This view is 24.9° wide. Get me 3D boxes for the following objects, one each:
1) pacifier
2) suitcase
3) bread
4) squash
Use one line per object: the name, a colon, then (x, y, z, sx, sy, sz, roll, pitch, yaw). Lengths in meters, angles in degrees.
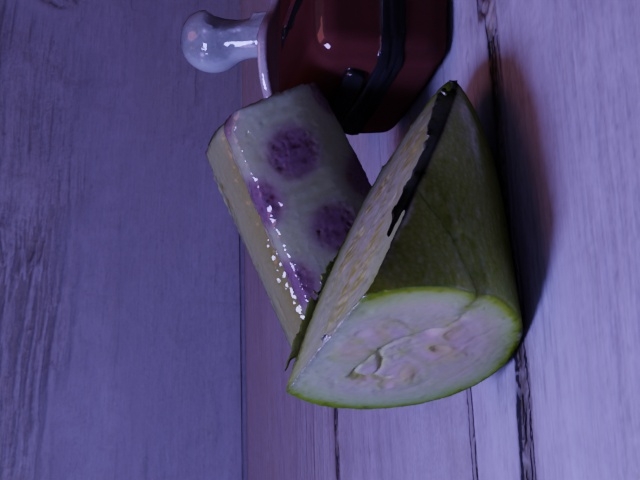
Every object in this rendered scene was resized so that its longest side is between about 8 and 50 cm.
pacifier: (-0.045, -0.284, 1.973, 0.220, 0.273, 0.332, 129, 150, -66)
suitcase: (0.045, -0.266, 1.725, 0.297, 0.161, 0.236, 129, 142, -72)
bread: (0.000, 0.000, 1.663, 0.338, 0.155, 0.187, 67, 161, 0)
squash: (0.074, -0.025, 1.385, 0.233, 0.210, 0.308, 125, 144, -50)
